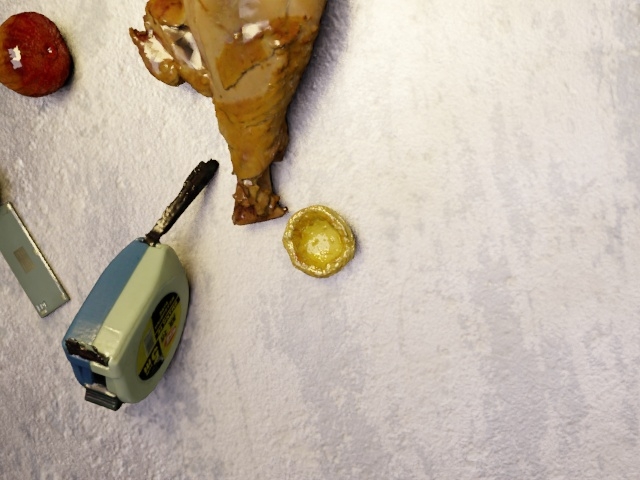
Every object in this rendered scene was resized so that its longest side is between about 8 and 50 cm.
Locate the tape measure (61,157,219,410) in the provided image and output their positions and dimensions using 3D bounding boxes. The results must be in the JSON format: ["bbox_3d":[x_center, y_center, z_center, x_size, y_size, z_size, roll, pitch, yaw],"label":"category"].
[{"bbox_3d":[-0.236,0.062,1.423,0.097,0.215,0.351,19,57,13],"label":"tape measure"}]

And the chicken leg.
[{"bbox_3d":[-0.125,-0.220,1.366,0.295,0.182,0.410,8,114,22],"label":"chicken leg"}]

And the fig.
[{"bbox_3d":[-0.419,-0.254,1.459,0.119,0.153,0.119,6,72,-20],"label":"fig"}]

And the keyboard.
[{"bbox_3d":[-0.444,0.029,1.527,0.055,0.014,0.176,-33,88,14],"label":"keyboard"}]

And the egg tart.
[{"bbox_3d":[0.000,0.000,1.400,0.105,0.039,0.105,2,97,14],"label":"egg tart"}]
